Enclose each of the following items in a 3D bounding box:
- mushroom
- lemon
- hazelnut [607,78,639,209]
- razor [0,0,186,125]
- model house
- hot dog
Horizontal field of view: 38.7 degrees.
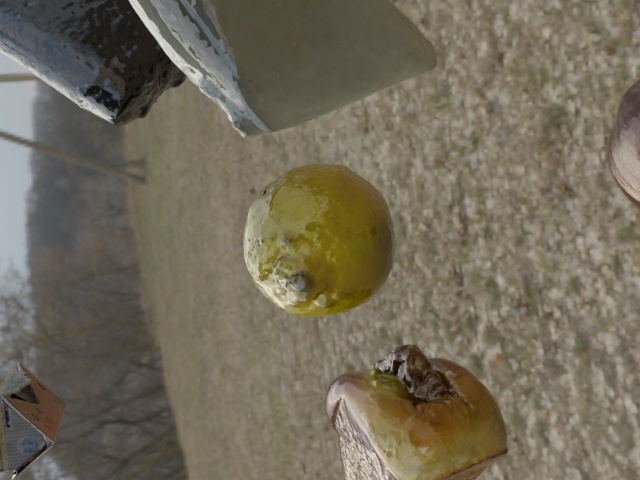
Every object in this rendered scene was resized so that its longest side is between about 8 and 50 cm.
[{"bbox_3d":[-0.096,-0.230,0.654,0.407,0.154,0.137,46,-174,-17],"label":"mushroom"},{"bbox_3d":[0.000,0.000,1.207,0.260,0.204,0.204,-65,-22,-63],"label":"lemon"},{"bbox_3d":[0.459,-0.122,1.116,0.212,0.181,0.181,-59,10,19],"label":"hazelnut"},{"bbox_3d":[-0.342,-0.286,1.235,0.189,0.326,0.107,-53,-17,-30],"label":"razor"},{"bbox_3d":[-0.429,0.243,1.258,0.219,0.135,0.208,-145,51,-76],"label":"model house"},{"bbox_3d":[0.124,0.286,1.372,0.223,0.185,0.405,62,162,22],"label":"hot dog"}]
